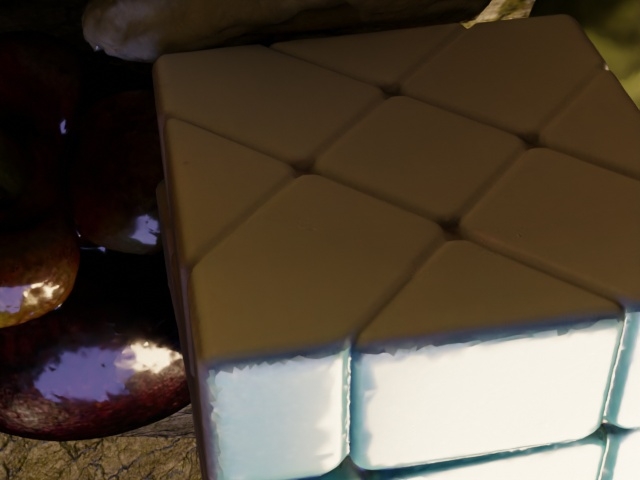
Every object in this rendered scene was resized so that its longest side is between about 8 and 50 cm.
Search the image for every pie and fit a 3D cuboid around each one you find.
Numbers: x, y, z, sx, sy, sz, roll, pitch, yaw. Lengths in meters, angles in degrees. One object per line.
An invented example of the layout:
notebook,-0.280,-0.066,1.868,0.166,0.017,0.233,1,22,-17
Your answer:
pie,-0.024,-0.185,0.930,0.339,0.077,0.339,-3,-172,0

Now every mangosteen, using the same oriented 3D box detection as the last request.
mangosteen,-0.234,-0.020,1.069,0.382,0.382,0.435,-4,144,-5

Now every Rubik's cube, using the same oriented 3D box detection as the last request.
Rubik's cube,0.062,0.063,0.811,0.321,0.319,0.316,-7,131,-9

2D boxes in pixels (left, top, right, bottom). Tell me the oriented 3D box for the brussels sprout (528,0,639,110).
brussels sprout,0.371,-0.107,0.978,0.425,0.342,0.361,40,158,-8
